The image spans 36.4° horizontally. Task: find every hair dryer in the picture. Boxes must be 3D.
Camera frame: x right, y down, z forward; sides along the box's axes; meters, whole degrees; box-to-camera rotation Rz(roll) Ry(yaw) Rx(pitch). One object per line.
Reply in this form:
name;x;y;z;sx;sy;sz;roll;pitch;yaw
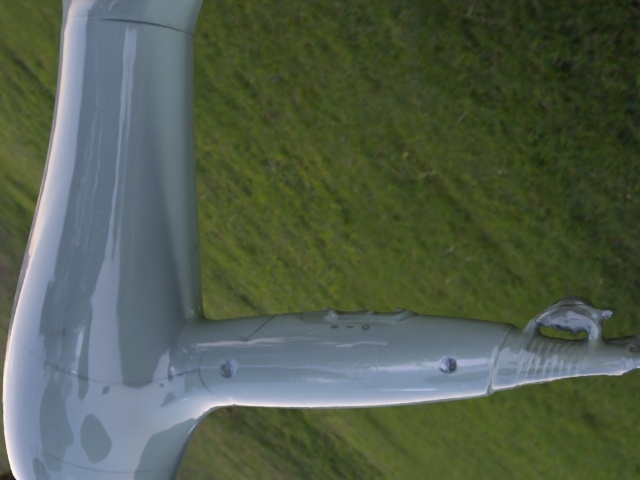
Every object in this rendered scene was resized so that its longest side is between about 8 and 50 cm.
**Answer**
hair dryer;0.000;0.000;0.337;0.237;0.206;0.075;7;-177;20
